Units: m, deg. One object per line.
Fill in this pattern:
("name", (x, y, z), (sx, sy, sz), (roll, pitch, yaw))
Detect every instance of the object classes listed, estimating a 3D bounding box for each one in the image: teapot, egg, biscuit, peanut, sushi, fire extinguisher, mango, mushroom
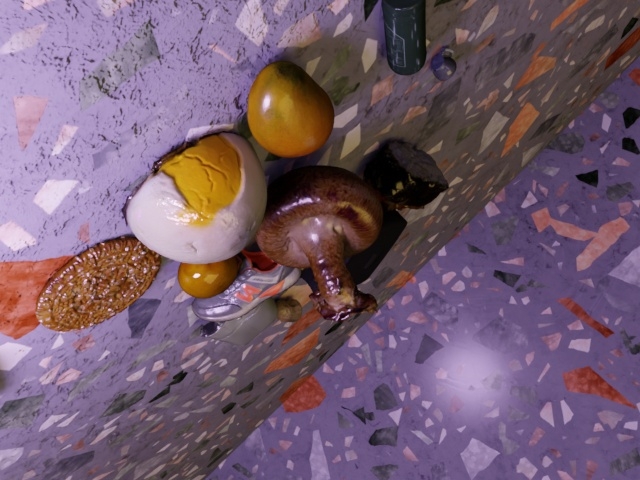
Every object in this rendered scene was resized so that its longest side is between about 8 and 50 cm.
("teapot", (0.338, -0.490, 1.681), (0.057, 0.066, 0.088), (17, 98, -47))
("egg", (-0.231, -0.058, 1.312), (0.337, 0.201, 0.337), (-34, 159, -15))
("biscuit", (-0.493, 0.106, 1.385), (0.305, 0.038, 0.305), (-36, 158, -17))
("peanut", (-0.122, 0.262, 2.285), (0.093, 0.083, 0.194), (-31, 162, 8))
("sushi", (0.270, -0.204, 1.967), (0.182, 0.196, 0.343), (-32, 161, 30))
("fire extinguisher", (0.197, -0.473, 1.412), (0.095, 0.114, 0.311), (-4, 159, 9))
("mango", (-0.069, -0.265, 1.282), (0.175, 0.139, 0.254), (-57, 150, 4))
("mushroom", (-0.018, -0.005, 1.580), (0.334, 0.331, 0.356), (56, 44, -50))
("mango", (-0.288, 0.084, 1.599), (0.151, 0.120, 0.221), (-41, 166, 5))

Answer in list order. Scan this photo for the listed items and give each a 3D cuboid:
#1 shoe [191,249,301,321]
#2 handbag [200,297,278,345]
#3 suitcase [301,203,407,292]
("shoe", (-0.225, 0.104, 1.748), (0.337, 0.132, 0.171), (-26, 135, -9))
("handbag", (-0.267, 0.230, 1.959), (0.241, 0.109, 0.315), (-43, 155, -2))
("suitcase", (0.111, 0.026, 2.094), (0.339, 0.188, 0.345), (-16, 145, -47))
